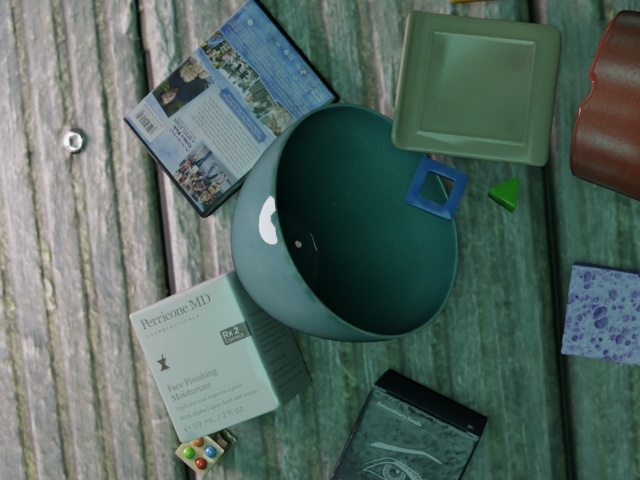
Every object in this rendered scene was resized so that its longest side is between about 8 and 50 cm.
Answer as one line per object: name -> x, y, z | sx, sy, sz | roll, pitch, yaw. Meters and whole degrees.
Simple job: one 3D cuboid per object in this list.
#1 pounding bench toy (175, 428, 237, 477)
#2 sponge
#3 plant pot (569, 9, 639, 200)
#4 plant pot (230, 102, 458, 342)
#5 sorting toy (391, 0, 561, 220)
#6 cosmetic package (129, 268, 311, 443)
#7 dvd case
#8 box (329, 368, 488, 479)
pounding bench toy -> -0.170, 0.275, 1.590 | 0.083, 0.065, 0.052 | 39, 104, 8
sponge -> 0.413, 0.100, 1.438 | 0.210, 0.031, 0.117 | 8, 98, 14
plant pot -> 0.439, -0.134, 1.302 | 0.265, 0.272, 0.272 | 19, 100, 20
plant pot -> 0.000, 0.000, 1.432 | 0.195, 0.290, 0.290 | -23, 90, 46
sorting toy -> 0.194, -0.189, 1.439 | 0.196, 0.047, 0.347 | 8, 81, 2
cosmetic package -> -0.128, 0.143, 1.520 | 0.151, 0.151, 0.183 | -23, 90, 16
dvd case -> -0.123, -0.176, 1.553 | 0.253, 0.022, 0.180 | -40, 86, 15
box -> 0.105, 0.296, 1.500 | 0.153, 0.108, 0.207 | 27, 101, 11
